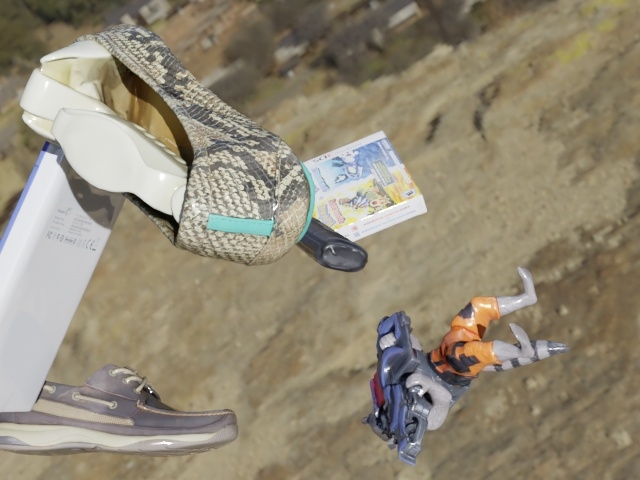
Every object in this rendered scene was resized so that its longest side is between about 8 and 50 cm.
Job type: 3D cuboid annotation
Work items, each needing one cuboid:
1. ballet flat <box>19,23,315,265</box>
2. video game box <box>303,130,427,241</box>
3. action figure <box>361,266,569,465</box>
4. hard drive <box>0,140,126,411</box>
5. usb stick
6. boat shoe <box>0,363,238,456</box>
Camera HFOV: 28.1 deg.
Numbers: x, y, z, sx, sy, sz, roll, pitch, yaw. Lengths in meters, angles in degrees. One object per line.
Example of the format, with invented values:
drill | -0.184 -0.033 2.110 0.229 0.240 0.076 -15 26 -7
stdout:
ballet flat | -0.193 -0.116 1.283 0.483 0.182 0.164 38 118 48
video game box | 0.059 -0.087 2.190 0.187 0.048 0.205 -24 42 -2
action figure | 0.200 0.223 1.946 0.330 0.178 0.341 -39 26 26
hard drive | -0.337 0.051 1.529 0.318 0.040 0.210 -66 -14 -1
usb stick | 0.000 0.000 1.832 0.278 0.077 0.045 -146 68 -74
boat shoe | -0.294 0.238 1.812 0.355 0.130 0.132 1 -13 1
